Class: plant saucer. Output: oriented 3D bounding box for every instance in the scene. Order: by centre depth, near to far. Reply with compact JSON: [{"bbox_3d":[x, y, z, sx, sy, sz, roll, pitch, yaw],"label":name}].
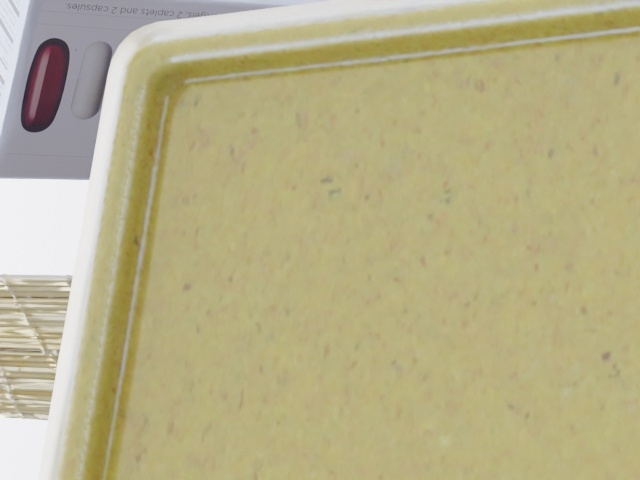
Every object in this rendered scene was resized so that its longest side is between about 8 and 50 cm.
[{"bbox_3d":[0.052,0.055,0.494,0.081,0.333,0.332,47,-136,-56],"label":"plant saucer"}]

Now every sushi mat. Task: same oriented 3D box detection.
[{"bbox_3d":[-0.157,0.085,1.414,0.019,0.316,0.151,-50,-50,-42],"label":"sushi mat"}]

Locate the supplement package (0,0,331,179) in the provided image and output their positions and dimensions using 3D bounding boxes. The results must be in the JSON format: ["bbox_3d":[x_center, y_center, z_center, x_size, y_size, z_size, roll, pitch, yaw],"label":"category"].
[{"bbox_3d":[-0.121,-0.152,1.308,0.262,0.204,0.145,0,-54,-29],"label":"supplement package"}]
